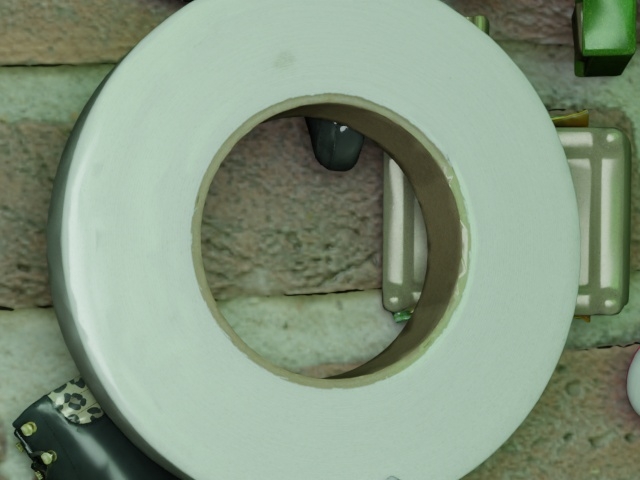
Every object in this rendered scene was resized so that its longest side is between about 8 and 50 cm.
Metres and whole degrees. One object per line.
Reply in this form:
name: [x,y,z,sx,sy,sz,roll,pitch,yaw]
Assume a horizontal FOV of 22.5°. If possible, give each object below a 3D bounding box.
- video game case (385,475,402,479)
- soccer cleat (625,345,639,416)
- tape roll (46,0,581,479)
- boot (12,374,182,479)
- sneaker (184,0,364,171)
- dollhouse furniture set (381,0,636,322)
video game case: [0.060,0.289,1.138,0.183,0.023,0.201,35,91,-27]
soccer cleat: [0.412,0.105,1.283,0.331,0.143,0.116,-3,101,-17]
tape roll: [0.000,0.000,1.151,0.392,0.072,0.392,2,84,-18]
boot: [-0.175,0.207,1.134,0.236,0.085,0.179,-35,84,-29]
sneaker: [-0.060,-0.176,1.276,0.162,0.106,0.281,-6,66,-12]
dollhouse furniture set: [0.153,-0.087,1.321,0.197,0.151,0.302,1,92,5]
